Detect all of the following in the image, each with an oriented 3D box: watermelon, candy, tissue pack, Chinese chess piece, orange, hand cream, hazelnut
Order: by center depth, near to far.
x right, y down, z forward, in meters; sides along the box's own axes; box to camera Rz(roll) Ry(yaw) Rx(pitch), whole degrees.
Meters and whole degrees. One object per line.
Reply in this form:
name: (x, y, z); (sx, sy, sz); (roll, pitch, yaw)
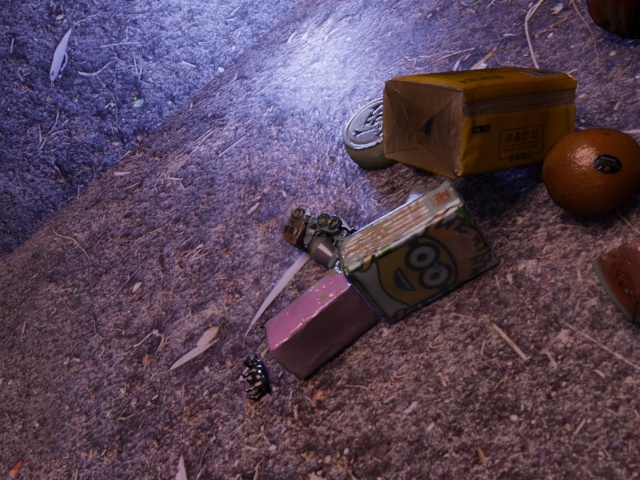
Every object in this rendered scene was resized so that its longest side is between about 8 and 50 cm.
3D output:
watermelon: (0.642, 0.042, 1.094); (0.318, 0.226, 0.148); (-27, 65, 37)
orange: (0.587, -0.149, 1.344); (0.206, 0.206, 0.206); (-24, 40, 22)
tissue pack: (0.224, 0.031, 1.454); (0.310, 0.228, 0.128); (-31, 39, 14)
tissue pack: (0.381, -0.294, 1.516); (0.381, 0.229, 0.293); (-12, 24, -30)
candy: (0.000, 0.202, 1.547); (0.265, 0.155, 0.116); (-39, 32, 3)
hazelnut: (0.817, -0.631, 1.618); (0.251, 0.217, 0.217); (25, 70, 28)
hand cream: (0.240, -0.054, 1.678); (0.095, 0.059, 0.276); (-3, 46, 42)
Chinese chess piece: (0.190, -0.340, 1.966); (0.250, 0.101, 0.250); (-24, 41, 23)

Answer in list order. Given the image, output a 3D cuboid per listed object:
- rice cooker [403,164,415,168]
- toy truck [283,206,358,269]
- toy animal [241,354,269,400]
rice cooker: (0.303, -0.295, 1.785); (0.127, 0.145, 0.206); (25, 68, 38)
toy truck: (0.000, 0.000, 1.796); (0.256, 0.108, 0.140); (16, 78, 46)
toy animal: (-0.172, 0.351, 1.645); (0.065, 0.047, 0.136); (-33, 36, 3)
